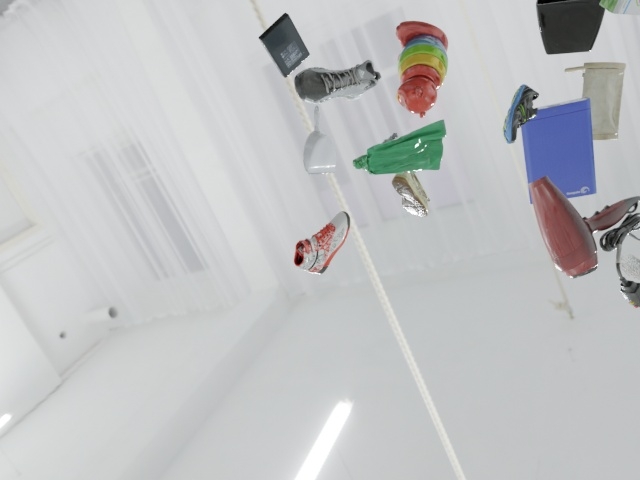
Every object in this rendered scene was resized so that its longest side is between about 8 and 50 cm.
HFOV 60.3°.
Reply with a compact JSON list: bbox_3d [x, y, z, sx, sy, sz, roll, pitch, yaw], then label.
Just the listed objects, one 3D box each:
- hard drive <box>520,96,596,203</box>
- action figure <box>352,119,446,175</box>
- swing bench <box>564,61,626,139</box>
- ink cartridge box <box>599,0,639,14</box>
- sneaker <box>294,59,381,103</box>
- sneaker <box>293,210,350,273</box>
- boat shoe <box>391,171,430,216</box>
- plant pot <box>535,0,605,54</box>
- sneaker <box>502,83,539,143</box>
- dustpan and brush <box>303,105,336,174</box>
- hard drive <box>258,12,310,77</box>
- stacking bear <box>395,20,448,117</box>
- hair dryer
[{"bbox_3d":[0.778,-0.287,1.805,0.210,0.319,0.040,-9,-157,16],"label":"hard drive"},{"bbox_3d":[0.185,-0.209,1.325,0.232,0.137,0.063,-16,-145,-16],"label":"action figure"},{"bbox_3d":[0.965,-0.486,1.937,0.165,0.253,0.255,2,-166,9],"label":"swing bench"},{"bbox_3d":[0.792,-0.599,1.311,0.209,0.109,0.062,-1,-138,-12],"label":"ink cartridge box"},{"bbox_3d":[0.054,-0.378,1.271,0.228,0.086,0.132,-18,-177,-44],"label":"sneaker"},{"bbox_3d":[0.000,0.001,2.070,0.090,0.145,0.270,44,-68,45],"label":"sneaker"},{"bbox_3d":[0.360,-0.186,2.116,0.104,0.285,0.089,12,-112,30],"label":"boat shoe"},{"bbox_3d":[0.753,-0.666,1.657,0.188,0.167,0.187,2,-140,24],"label":"plant pot"},{"bbox_3d":[0.566,-0.354,1.548,0.067,0.078,0.188,90,24,-72],"label":"sneaker"},{"bbox_3d":[-0.005,-0.324,1.770,0.060,0.211,0.147,19,-161,36],"label":"dustpan and brush"},{"bbox_3d":[-0.090,-0.494,1.400,0.094,0.135,0.022,-44,-126,-3],"label":"hard drive"},{"bbox_3d":[0.299,-0.500,1.657,0.164,0.175,0.289,2,-124,14],"label":"stacking bear"},{"bbox_3d":[0.499,-0.023,1.025,0.080,0.293,0.224,-37,-154,58],"label":"hair dryer"}]
